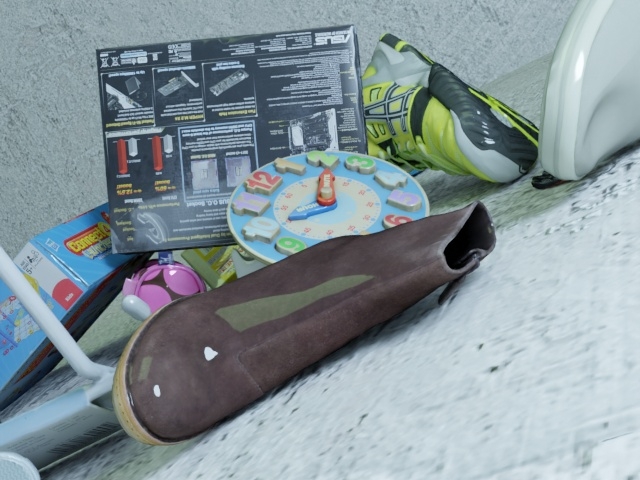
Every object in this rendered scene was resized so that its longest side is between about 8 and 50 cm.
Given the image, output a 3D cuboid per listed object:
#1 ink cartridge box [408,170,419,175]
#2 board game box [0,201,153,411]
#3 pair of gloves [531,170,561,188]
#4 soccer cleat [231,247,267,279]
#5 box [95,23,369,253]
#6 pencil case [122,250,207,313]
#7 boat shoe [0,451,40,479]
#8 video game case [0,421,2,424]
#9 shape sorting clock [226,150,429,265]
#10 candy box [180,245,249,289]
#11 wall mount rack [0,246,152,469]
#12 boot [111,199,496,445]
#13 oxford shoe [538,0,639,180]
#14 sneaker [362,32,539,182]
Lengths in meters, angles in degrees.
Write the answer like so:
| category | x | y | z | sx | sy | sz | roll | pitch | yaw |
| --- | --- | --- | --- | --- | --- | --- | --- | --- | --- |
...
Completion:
| category | x | y | z | sx | sy | sz | roll | pitch | yaw |
| --- | --- | --- | --- | --- | --- | --- | --- | --- | --- |
| ink cartridge box | 0.059 | -0.165 | 1.532 | 0.233 | 0.168 | 0.171 | -25 | 8 | 27 |
| board game box | -0.359 | 0.095 | 1.188 | 0.308 | 0.086 | 0.302 | -47 | 2 | 16 |
| pair of gloves | 0.239 | -0.071 | 0.853 | 0.083 | 0.010 | 0.074 | -34 | 10 | -23 |
| soccer cleat | 0.000 | 0.000 | 0.965 | 0.196 | 0.076 | 0.068 | -27 | 7 | 0 |
| box | -0.097 | -0.115 | 1.078 | 0.307 | 0.242 | 0.076 | -6 | -2 | 2 |
| pencil case | -0.196 | 0.062 | 1.145 | 0.098 | 0.095 | 0.209 | 6 | -3 | -11 |
| boat shoe | -0.299 | 0.215 | 0.618 | 0.226 | 0.083 | 0.076 | -18 | -8 | -24 |
| video game case | -0.478 | 0.284 | 0.900 | 0.275 | 0.035 | 0.248 | -25 | 8 | 25 |
| shape sorting clock | 0.007 | -0.035 | 0.931 | 0.206 | 0.040 | 0.206 | -4 | 37 | 3 |
| candy box | -0.084 | -0.020 | 1.228 | 0.206 | 0.027 | 0.105 | -42 | 47 | -8 |
| wall mount rack | -0.265 | 0.104 | 0.691 | 0.350 | 0.130 | 0.304 | -27 | -20 | 5 |
| boot | -0.005 | 0.043 | 0.624 | 0.207 | 0.090 | 0.248 | -25 | 4 | 33 |
| oxford shoe | 0.333 | -0.184 | 0.816 | 0.130 | 0.169 | 0.449 | 26 | 44 | 32 |
| sneaker | 0.137 | -0.131 | 1.103 | 0.147 | 0.145 | 0.384 | -57 | 23 | 12 |
